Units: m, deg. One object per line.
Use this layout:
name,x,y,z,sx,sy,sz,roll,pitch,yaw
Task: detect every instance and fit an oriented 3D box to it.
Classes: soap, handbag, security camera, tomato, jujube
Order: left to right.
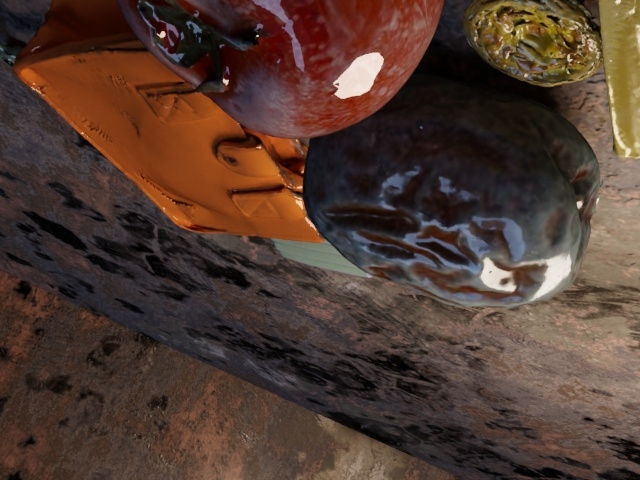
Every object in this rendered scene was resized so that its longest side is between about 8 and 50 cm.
security camera,-0.453,-0.272,1.045,0.058,0.058,0.092,5,159,36
handbag,-0.176,-0.146,0.971,0.303,0.116,0.410,7,153,34
tomato,-0.027,-0.214,0.547,0.270,0.227,0.270,38,160,17
jujube,0.127,-0.051,0.770,0.308,0.215,0.246,12,154,27
soap,0.243,-0.172,0.558,0.037,0.092,0.252,7,152,28

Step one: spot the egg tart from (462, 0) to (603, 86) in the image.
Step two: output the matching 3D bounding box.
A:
egg tart,0.188,-0.187,0.633,0.129,0.049,0.129,22,163,7

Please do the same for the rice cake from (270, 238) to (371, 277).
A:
rice cake,0.000,0.000,1.222,0.198,0.037,0.189,14,155,19
